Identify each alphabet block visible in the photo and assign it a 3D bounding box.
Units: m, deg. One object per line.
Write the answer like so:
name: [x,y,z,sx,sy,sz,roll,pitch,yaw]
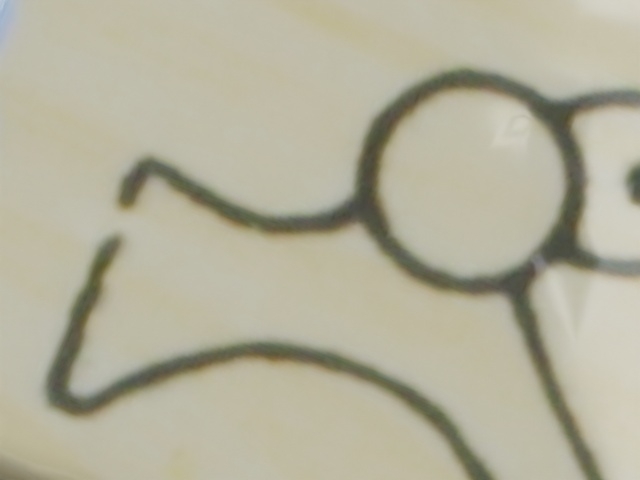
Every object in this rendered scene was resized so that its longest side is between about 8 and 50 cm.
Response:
alphabet block: [0.000,0.000,0.437,0.193,0.197,0.192,129,164,-84]
